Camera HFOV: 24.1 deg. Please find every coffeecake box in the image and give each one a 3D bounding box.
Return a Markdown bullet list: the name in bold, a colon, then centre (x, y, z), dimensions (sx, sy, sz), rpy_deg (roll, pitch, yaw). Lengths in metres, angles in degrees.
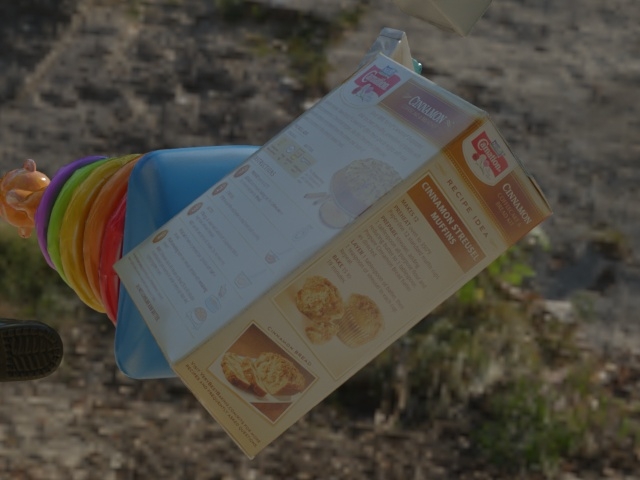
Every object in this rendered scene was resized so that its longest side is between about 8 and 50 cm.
- **coffeecake box**: centre (0.000, 0.000, 0.749), dimensions (0.185, 0.068, 0.142), rpy_deg (-39, 26, -3)

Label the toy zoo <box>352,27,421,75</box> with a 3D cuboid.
- **toy zoo**: centre (0.053, -0.109, 1.731), dimensions (0.030, 0.192, 0.293), rpy_deg (16, 52, 23)

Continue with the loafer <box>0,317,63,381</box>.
- **loafer**: centre (-0.260, 0.081, 1.082), dimensions (0.148, 0.056, 0.050), rpy_deg (3, 2, -6)

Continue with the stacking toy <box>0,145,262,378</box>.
- **stacking toy**: centre (-0.168, -0.009, 1.206), dimensions (0.166, 0.175, 0.302), rpy_deg (-4, 14, -44)

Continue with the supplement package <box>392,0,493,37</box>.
- **supplement package**: centre (0.086, -0.288, 1.379), dimensions (0.179, 0.105, 0.105), rpy_deg (38, -4, -41)
